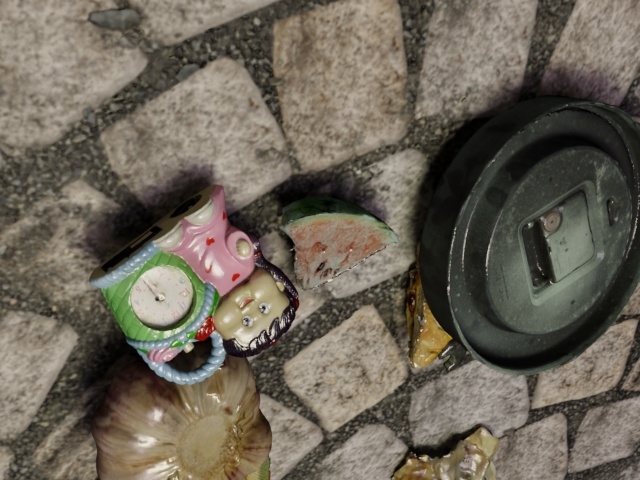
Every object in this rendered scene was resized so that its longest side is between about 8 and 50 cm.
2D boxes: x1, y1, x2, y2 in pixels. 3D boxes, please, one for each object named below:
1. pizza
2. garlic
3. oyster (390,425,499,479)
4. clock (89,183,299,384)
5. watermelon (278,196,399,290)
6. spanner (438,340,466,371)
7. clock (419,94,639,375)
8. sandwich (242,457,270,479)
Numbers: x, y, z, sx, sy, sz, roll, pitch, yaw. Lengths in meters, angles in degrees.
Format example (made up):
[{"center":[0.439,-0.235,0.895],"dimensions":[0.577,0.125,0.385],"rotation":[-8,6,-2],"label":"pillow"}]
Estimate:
[{"center":[0.164,0.088,1.308],"dimensions":[0.154,0.069,0.193],"rotation":[19,103,-38],"label":"pizza"},{"center":[-0.178,0.230,1.193],"dimensions":[0.245,0.161,0.244],"rotation":[-10,107,-33],"label":"garlic"},{"center":[0.196,0.474,1.577],"dimensions":[0.201,0.107,0.354],"rotation":[7,118,-26],"label":"oyster"},{"center":[-0.138,0.063,1.086],"dimensions":[0.194,0.100,0.195],"rotation":[-39,110,-10],"label":"clock"},{"center":[0.000,0.000,1.179],"dimensions":[0.187,0.071,0.139],"rotation":[12,123,-42],"label":"watermelon"},{"center":[0.271,0.101,1.414],"dimensions":[0.254,0.015,0.054],"rotation":[-45,130,8],"label":"spanner"},{"center":[0.300,-0.006,1.263],"dimensions":[0.386,0.076,0.386],"rotation":[-13,116,-29],"label":"clock"},{"center":[-0.158,0.345,1.364],"dimensions":[0.163,0.113,0.079],"rotation":[-19,140,32],"label":"sandwich"}]
